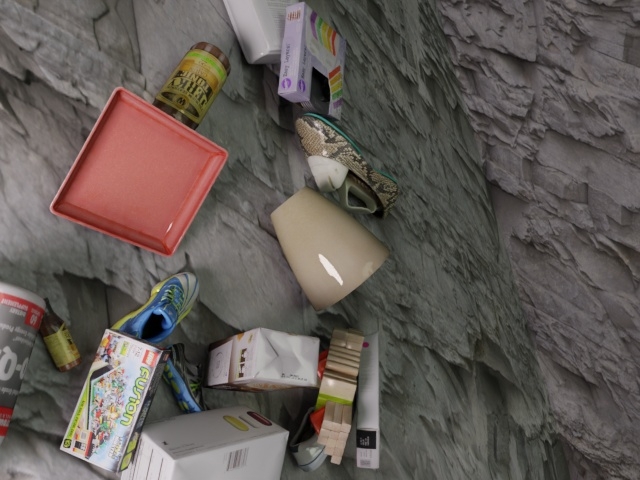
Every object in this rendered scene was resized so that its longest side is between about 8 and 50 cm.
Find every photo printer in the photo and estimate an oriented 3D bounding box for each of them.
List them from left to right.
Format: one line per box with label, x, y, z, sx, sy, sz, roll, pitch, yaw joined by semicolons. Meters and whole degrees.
photo printer;-0.159;-0.667;1.409;0.256;0.107;0.308;-31;102;-51

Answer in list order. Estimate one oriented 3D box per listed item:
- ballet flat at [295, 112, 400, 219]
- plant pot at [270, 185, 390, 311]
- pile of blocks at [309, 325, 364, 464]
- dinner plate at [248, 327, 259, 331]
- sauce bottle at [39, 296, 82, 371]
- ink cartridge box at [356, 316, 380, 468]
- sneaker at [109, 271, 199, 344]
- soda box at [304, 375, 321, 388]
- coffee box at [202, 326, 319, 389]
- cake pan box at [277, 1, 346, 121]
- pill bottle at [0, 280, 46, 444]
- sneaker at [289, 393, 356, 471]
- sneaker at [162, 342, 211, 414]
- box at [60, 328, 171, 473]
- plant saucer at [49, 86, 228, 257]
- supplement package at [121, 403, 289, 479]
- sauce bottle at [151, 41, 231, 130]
ballet flat;0.086;-0.194;1.533;0.482;0.163;0.182;31;71;-43
plant pot;0.000;0.000;1.311;0.274;0.256;0.256;51;42;-3
pile of blocks;0.026;0.360;1.228;0.362;0.112;0.149;-72;176;-51
dinner plate;-0.150;0.282;1.188;0.141;0.017;0.141;18;65;-45
sauce bottle;-0.452;0.160;0.843;0.042;0.042;0.128;-31;105;-50
ink cartridge box;0.133;0.401;1.350;0.371;0.069;0.176;-78;167;-52
sneaker;-0.297;0.141;0.969;0.091;0.126;0.240;59;42;-19
soda box;-0.028;0.351;1.280;0.181;0.058;0.062;26;59;-44
coffee box;-0.129;0.254;1.021;0.141;0.246;0.098;18;63;-31
cake pan box;-0.018;-0.495;1.416;0.245;0.070;0.267;14;79;-55
pill bottle;-0.502;0.202;0.674;0.161;0.161;0.284;28;58;-42
sneaker;0.012;0.458;1.265;0.258;0.094;0.091;-50;119;-46
sneaker;-0.262;0.293;1.009;0.078;0.067;0.188;-35;103;-43
box;-0.344;0.266;0.834;0.036;0.114;0.207;53;54;-76
plant saucer;-0.349;-0.126;0.973;0.258;0.047;0.259;28;93;-42
supplement package;-0.214;0.441;0.913;0.261;0.145;0.204;10;92;-49
sauce bottle;-0.312;-0.292;1.098;0.111;0.111;0.345;41;56;-35
